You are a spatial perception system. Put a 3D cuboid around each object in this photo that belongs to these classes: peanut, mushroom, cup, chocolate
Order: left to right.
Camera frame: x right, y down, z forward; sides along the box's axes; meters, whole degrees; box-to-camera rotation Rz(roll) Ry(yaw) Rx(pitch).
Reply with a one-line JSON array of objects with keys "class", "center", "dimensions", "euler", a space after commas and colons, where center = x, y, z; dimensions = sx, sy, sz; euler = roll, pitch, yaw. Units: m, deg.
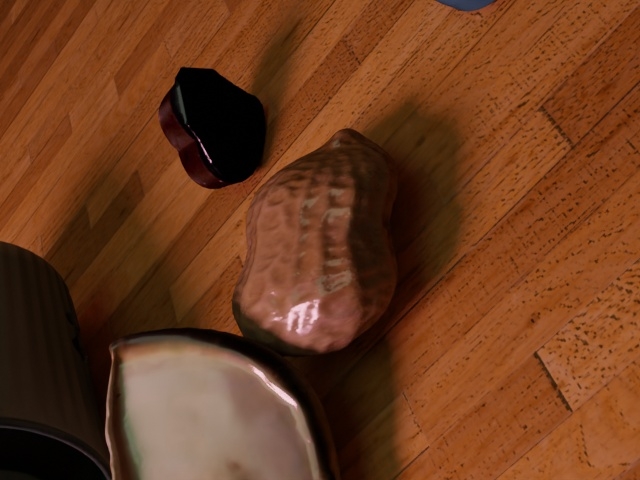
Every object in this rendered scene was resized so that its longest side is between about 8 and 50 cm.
[{"class": "cup", "center": [-0.444, 0.242, 1.183], "dimensions": [0.401, 0.310, 0.392], "euler": [-49, 35, 18]}, {"class": "chocolate", "center": [-0.135, -0.137, 1.161], "dimensions": [0.080, 0.148, 0.125], "euler": [-21, 17, 43]}, {"class": "mushroom", "center": [-0.082, 0.245, 0.896], "dimensions": [0.218, 0.212, 0.292], "euler": [-4, 55, 5]}, {"class": "peanut", "center": [0.000, 0.000, 0.934], "dimensions": [0.197, 0.110, 0.233], "euler": [-18, 59, 44]}]

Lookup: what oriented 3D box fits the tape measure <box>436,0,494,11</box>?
[{"class": "tape measure", "center": [0.143, -0.292, 0.947], "dimensions": [0.146, 0.081, 0.125], "euler": [41, 113, 52]}]
